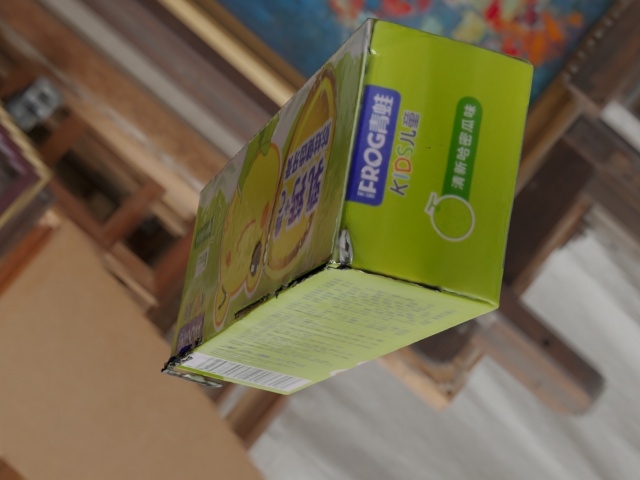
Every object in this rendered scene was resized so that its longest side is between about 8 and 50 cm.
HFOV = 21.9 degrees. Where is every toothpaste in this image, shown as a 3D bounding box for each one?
[{"bbox_3d":[0.000,0.000,0.808,0.327,0.077,0.110,145,-42,-69],"label":"toothpaste"}]
